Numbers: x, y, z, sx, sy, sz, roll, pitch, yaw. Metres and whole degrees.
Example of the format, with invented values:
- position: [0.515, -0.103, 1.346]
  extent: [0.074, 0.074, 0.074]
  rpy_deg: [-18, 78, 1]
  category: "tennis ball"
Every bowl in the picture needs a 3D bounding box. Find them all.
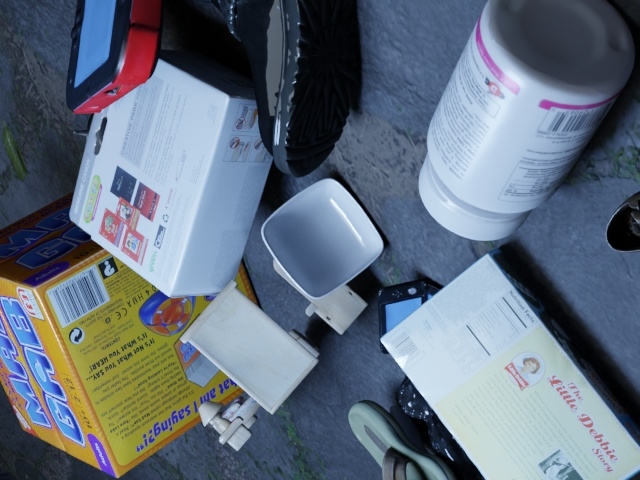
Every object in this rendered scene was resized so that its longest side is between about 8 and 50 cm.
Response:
- position: [0.000, 0.000, 1.849]
  extent: [0.142, 0.142, 0.053]
  rpy_deg: [53, 170, 4]
  category: "bowl"

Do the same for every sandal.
- position: [0.114, 0.345, 1.881]
  extent: [0.303, 0.086, 0.120]
  rpy_deg: [39, 143, 48]
  category: "sandal"

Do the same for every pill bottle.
- position: [0.207, -0.130, 1.397]
  extent: [0.160, 0.160, 0.283]
  rpy_deg: [47, 148, 17]
  category: "pill bottle"

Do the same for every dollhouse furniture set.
- position: [-0.093, 0.150, 2.038]
  extent: [0.174, 0.303, 0.355]
  rpy_deg: [42, 177, 1]
  category: "dollhouse furniture set"

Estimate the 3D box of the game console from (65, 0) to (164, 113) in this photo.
- position: [-0.278, -0.357, 1.771]
  extent: [0.386, 0.060, 0.341]
  rpy_deg: [173, 100, -68]
  category: "game console"

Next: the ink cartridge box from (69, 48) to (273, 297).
- position: [-0.216, -0.114, 1.927]
  extent: [0.272, 0.130, 0.309]
  rpy_deg: [32, 112, 37]
  category: "ink cartridge box"

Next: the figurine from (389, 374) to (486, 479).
- position: [0.170, 0.307, 1.940]
  extent: [0.209, 0.092, 0.215]
  rpy_deg: [52, 151, 25]
  category: "figurine"

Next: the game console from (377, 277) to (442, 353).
- position: [0.140, 0.120, 1.815]
  extent: [0.071, 0.107, 0.122]
  rpy_deg: [-114, 15, -50]
  category: "game console"

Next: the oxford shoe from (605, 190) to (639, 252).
- position: [0.368, -0.038, 1.316]
  extent: [0.082, 0.096, 0.227]
  rpy_deg: [55, 148, 9]
  category: "oxford shoe"

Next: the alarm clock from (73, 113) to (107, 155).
- position: [-0.295, -0.164, 2.135]
  extent: [0.192, 0.129, 0.064]
  rpy_deg: [36, 152, -20]
  category: "alarm clock"

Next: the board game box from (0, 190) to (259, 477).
- position: [-0.354, 0.126, 2.242]
  extent: [0.356, 0.357, 0.356]
  rpy_deg: [10, 125, 52]
  category: "board game box"

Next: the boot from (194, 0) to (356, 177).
- position: [-0.086, -0.276, 1.699]
  extent: [0.260, 0.131, 0.348]
  rpy_deg: [23, 121, 36]
  category: "boot"

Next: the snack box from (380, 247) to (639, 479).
- position: [0.246, 0.192, 1.641]
  extent: [0.187, 0.060, 0.322]
  rpy_deg: [-40, 81, 21]
  category: "snack box"
